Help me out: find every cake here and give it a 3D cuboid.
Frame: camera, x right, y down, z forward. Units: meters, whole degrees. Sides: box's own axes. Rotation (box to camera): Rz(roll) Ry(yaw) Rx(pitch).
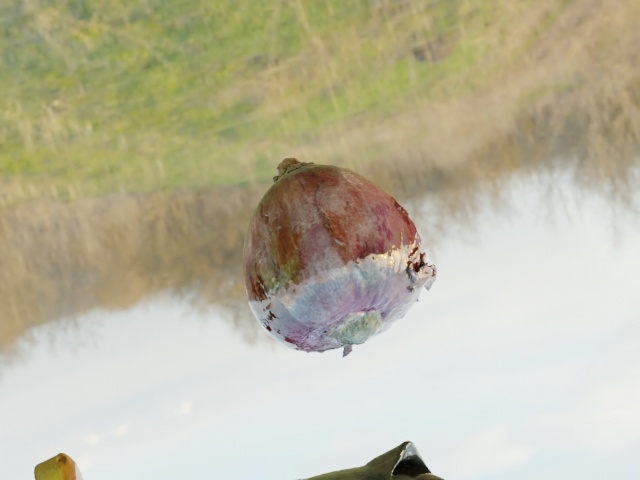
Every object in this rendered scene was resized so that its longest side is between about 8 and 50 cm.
[{"bbox_3d":[-0.283,0.277,1.415,0.044,0.084,0.084,-19,-179,-5],"label":"cake"}]

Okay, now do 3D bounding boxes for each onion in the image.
[{"bbox_3d":[0.000,0.000,1.103,0.159,0.195,0.159,-19,150,-11],"label":"onion"}]

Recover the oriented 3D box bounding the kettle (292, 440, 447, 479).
[{"bbox_3d":[0.071,0.437,1.640,0.228,0.321,0.324,9,155,-38],"label":"kettle"}]
